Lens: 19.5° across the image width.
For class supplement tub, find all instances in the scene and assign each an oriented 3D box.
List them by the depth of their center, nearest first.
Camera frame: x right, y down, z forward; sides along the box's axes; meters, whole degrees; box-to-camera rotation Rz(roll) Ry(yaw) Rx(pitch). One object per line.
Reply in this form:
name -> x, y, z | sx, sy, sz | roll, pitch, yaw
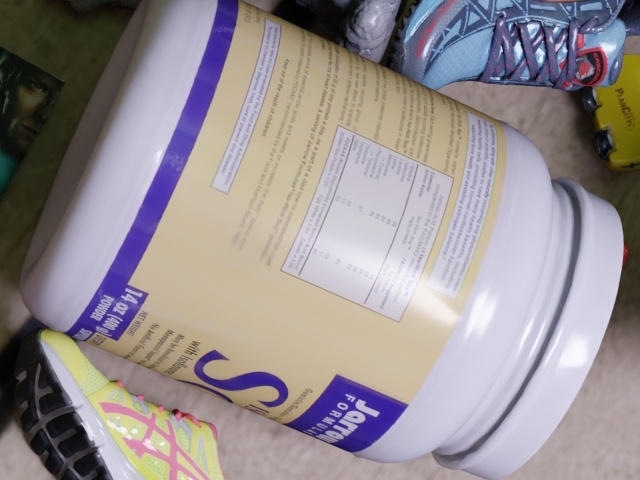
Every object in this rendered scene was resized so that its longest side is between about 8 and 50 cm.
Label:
supplement tub -> 0.000, 0.000, 1.200 | 0.331, 0.241, 0.241 | 24, 67, -12

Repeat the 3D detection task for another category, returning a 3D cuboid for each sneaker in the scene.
sneaker -> -0.116, 0.134, 1.211 | 0.094, 0.081, 0.208 | -40, 97, -33
sneaker -> 0.168, -0.163, 1.371 | 0.262, 0.104, 0.125 | -29, 65, -26

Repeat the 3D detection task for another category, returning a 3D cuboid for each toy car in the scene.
toy car -> 0.267, -0.014, 1.364 | 0.225, 0.053, 0.239 | 16, 64, 20

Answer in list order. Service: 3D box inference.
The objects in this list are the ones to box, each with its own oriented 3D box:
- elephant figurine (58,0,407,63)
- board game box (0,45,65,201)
elephant figurine -> -0.045, -0.231, 1.314 | 0.239, 0.169, 0.186 | 22, 37, 4
board game box -> -0.280, -0.099, 1.243 | 0.186, 0.026, 0.126 | 28, 66, -10
